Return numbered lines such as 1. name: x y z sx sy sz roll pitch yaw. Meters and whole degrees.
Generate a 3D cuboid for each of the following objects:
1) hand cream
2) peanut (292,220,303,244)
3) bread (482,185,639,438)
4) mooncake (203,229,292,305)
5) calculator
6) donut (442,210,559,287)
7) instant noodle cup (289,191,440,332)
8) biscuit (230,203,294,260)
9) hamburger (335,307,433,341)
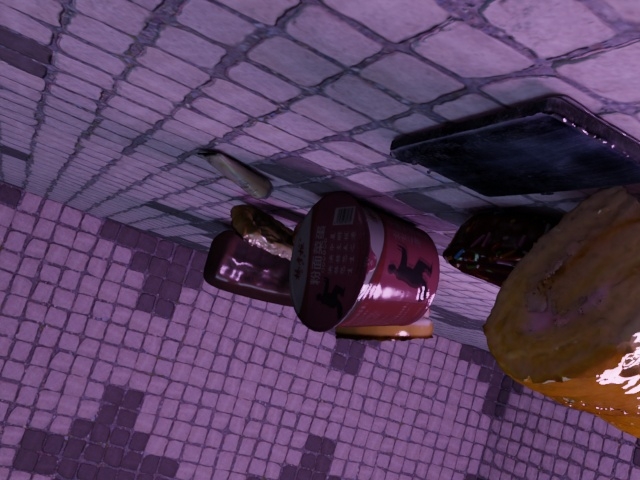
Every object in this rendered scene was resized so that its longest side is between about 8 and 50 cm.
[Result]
1. hand cream: -0.138 -0.112 1.112 0.143 0.039 0.061 31 167 -40
2. peanut: 0.000 0.000 1.396 0.076 0.076 0.152 9 173 44
3. bread: 0.367 0.111 0.776 0.375 0.236 0.165 26 -161 -42
4. mooncake: -0.169 0.072 1.850 0.326 0.174 0.334 9 166 26
5. calculator: 0.198 -0.084 0.676 0.161 0.021 0.262 21 171 -25
6. donut: 0.296 0.026 0.937 0.235 0.089 0.235 18 171 3
7. instant noodle cup: 0.077 0.050 1.123 0.179 0.234 0.235 13 175 -32
8. biscuit: -0.099 -0.012 1.427 0.274 0.036 0.187 27 -165 -46
9. hamburger: 0.146 0.165 1.721 0.303 0.186 0.261 -1 176 -6
